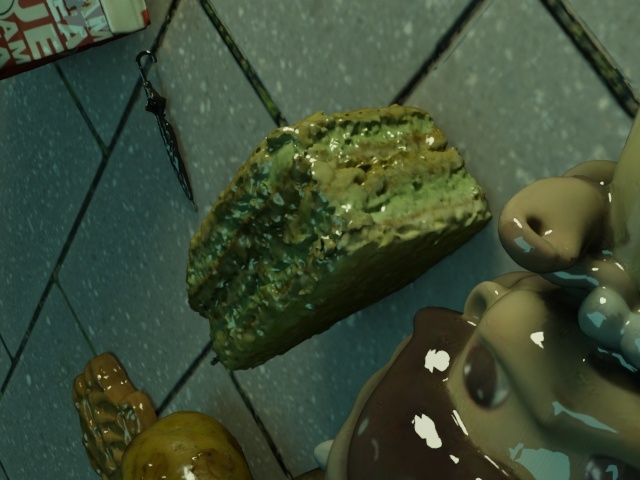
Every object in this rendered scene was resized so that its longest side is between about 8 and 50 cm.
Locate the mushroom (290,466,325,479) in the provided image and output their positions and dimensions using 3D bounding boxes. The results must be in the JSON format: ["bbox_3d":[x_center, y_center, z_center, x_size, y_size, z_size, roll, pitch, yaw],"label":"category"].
[{"bbox_3d":[0.050,0.287,0.688,0.278,0.146,0.278,9,110,25],"label":"mushroom"}]

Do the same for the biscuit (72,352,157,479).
[{"bbox_3d":[-0.204,0.267,1.086,0.202,0.044,0.288,-35,79,52],"label":"biscuit"}]

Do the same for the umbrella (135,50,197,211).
[{"bbox_3d":[-0.138,-0.095,0.861,0.022,0.022,0.149,-107,3,-82],"label":"umbrella"}]

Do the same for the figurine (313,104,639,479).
[{"bbox_3d":[0.140,0.065,0.464,0.248,0.203,0.380,36,120,28],"label":"figurine"}]

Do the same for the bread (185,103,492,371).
[{"bbox_3d":[0.000,0.000,0.640,0.196,0.138,0.102,-47,64,50],"label":"bread"}]

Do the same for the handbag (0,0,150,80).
[{"bbox_3d":[-0.251,-0.235,0.849,0.298,0.151,0.171,1,110,43],"label":"handbag"}]

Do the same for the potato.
[{"bbox_3d":[-0.086,0.336,0.867,0.195,0.176,0.369,-28,83,31],"label":"potato"}]
